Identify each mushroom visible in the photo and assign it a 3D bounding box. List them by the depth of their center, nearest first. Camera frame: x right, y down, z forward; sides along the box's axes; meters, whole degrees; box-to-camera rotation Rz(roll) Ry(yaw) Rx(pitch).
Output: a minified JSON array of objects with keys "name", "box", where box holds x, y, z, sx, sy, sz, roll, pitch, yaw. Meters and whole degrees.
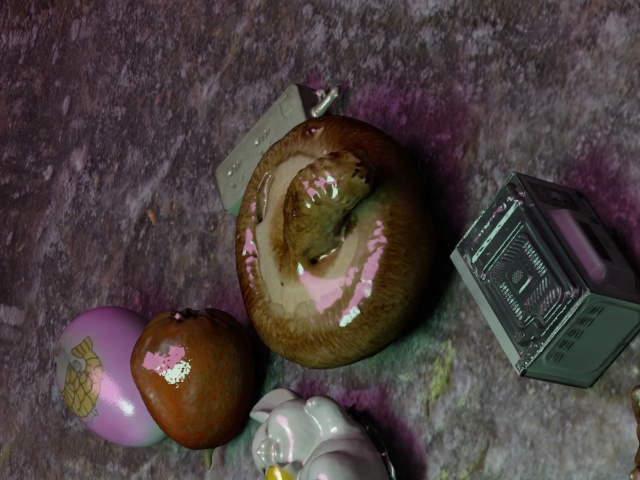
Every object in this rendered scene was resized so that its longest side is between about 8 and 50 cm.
[{"name":"mushroom","box":[0.019,0.007,2.105,0.345,0.239,0.345,-52,21,29]}]

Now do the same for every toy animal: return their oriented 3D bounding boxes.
[{"name":"toy animal","box":[-0.005,0.305,2.079,0.325,0.154,0.209,-176,77,-75]}]

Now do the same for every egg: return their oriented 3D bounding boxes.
[{"name":"egg","box":[-0.314,0.217,2.490,0.271,0.196,0.196,27,102,42]}]

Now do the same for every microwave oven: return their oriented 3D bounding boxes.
[{"name":"microwave oven","box":[0.265,0.044,1.811,0.162,0.122,0.208,-56,40,28]}]

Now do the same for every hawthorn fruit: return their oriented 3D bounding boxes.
[{"name":"hawthorn fruit","box":[-0.182,0.224,2.328,0.199,0.199,0.251,3,106,54]}]

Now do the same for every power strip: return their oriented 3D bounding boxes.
[{"name":"power strip","box":[-0.061,-0.150,2.380,0.288,0.053,0.093,-46,45,37]}]

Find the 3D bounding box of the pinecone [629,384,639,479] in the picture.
[{"name":"pinecone","box":[0.428,0.200,1.401,0.298,0.295,0.242,102,-174,-76]}]
